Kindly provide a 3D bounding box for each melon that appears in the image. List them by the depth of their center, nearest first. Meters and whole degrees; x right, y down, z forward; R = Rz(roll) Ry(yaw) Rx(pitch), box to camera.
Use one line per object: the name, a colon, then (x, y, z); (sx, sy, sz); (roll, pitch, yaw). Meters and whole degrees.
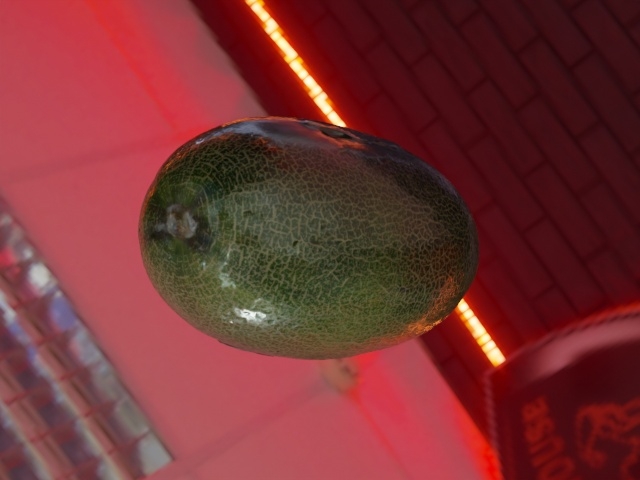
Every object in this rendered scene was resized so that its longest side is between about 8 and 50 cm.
melon: (0.000, 0.000, 0.617); (0.162, 0.099, 0.099); (7, -129, -45)
